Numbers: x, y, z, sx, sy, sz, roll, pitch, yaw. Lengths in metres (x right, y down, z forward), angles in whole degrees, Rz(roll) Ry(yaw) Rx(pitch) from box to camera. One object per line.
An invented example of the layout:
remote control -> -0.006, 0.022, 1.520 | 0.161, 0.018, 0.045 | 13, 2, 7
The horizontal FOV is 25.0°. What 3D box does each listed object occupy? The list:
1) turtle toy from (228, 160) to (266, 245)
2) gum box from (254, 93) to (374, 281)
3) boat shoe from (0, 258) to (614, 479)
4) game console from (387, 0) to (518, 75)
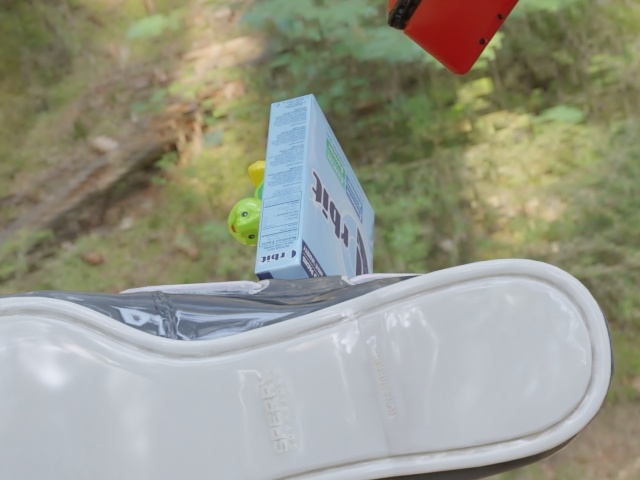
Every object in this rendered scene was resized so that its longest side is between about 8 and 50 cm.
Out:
turtle toy -> -0.029, -0.032, 1.350 | 0.130, 0.095, 0.066 | -22, 12, -21
gum box -> 0.000, 0.000, 1.185 | 0.041, 0.157, 0.184 | -12, 47, 18
boat shoe -> -0.045, 0.071, 0.610 | 0.335, 0.112, 0.095 | -7, -8, 3
game console -> 0.129, -0.253, 1.365 | 0.085, 0.144, 0.124 | 17, 49, -16
